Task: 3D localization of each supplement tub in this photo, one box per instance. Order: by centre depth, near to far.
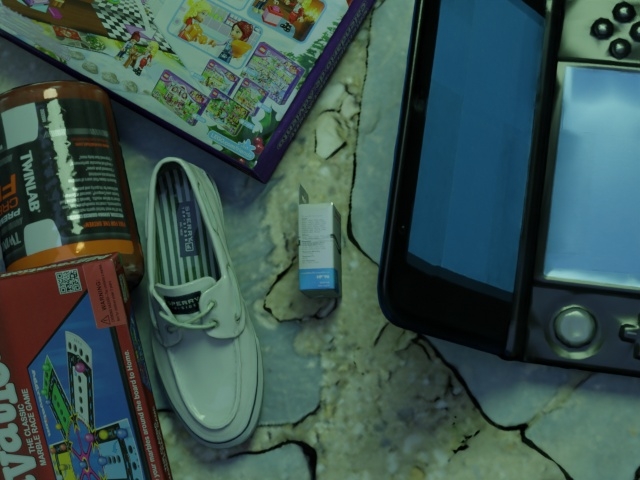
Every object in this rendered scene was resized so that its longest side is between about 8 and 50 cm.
[{"bbox_3d":[-0.195,-0.016,0.919,0.106,0.106,0.198,-15,77,5],"label":"supplement tub"}]

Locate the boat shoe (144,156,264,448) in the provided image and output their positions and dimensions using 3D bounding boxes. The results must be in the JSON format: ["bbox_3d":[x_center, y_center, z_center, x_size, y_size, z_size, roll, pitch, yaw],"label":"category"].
[{"bbox_3d":[-0.101,0.046,0.909,0.083,0.076,0.226,-16,78,5],"label":"boat shoe"}]

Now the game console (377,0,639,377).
[{"bbox_3d":[0.186,-0.061,0.839,0.250,0.173,0.293,7,81,10],"label":"game console"}]

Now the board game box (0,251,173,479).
[{"bbox_3d":[-0.186,0.157,0.871,0.145,0.027,0.281,-10,101,7],"label":"board game box"}]

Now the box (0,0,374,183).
[{"bbox_3d":[-0.120,-0.202,0.968,0.293,0.057,0.201,30,85,13],"label":"box"}]

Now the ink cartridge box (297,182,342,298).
[{"bbox_3d":[0.000,0.000,0.917,0.028,0.048,0.083,-3,79,8],"label":"ink cartridge box"}]
